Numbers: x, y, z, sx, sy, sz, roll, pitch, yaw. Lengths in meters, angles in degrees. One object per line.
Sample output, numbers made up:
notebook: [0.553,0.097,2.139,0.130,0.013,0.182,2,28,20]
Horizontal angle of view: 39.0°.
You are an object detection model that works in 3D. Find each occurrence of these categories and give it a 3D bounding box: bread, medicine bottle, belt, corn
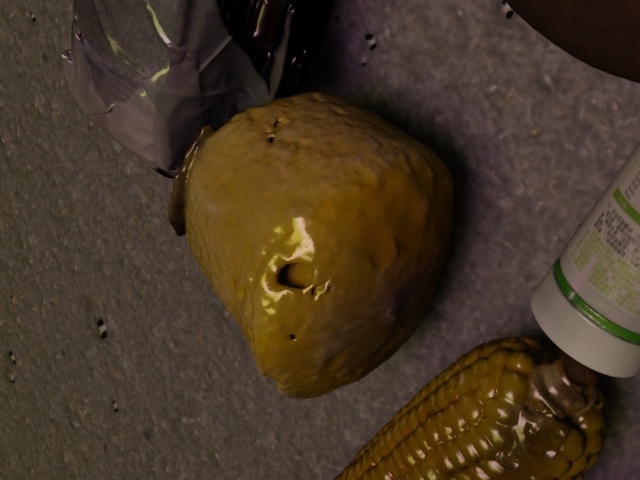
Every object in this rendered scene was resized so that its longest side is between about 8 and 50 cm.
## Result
bread: [0.001,-0.001,0.646,0.170,0.197,0.197,42,125,32]
medicine bottle: [0.207,-0.011,0.535,0.086,0.086,0.183,43,125,22]
belt: [-0.076,-0.166,0.664,0.164,0.184,0.289,35,127,21]
corn: [0.076,0.190,0.681,0.120,0.120,0.363,53,132,15]

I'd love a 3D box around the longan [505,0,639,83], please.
longan: [0.183,-0.183,0.400,0.258,0.258,0.257,12,110,37]
